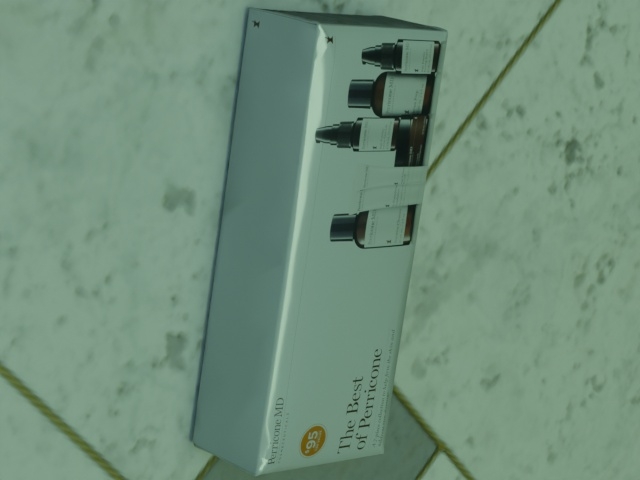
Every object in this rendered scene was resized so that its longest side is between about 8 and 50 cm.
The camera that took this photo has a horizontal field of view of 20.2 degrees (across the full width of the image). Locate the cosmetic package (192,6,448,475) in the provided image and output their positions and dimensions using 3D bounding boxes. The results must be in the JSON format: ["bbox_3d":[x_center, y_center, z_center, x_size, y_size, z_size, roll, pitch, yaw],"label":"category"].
[{"bbox_3d":[0.000,0.000,0.958,0.099,0.060,0.239,-3,106,-41],"label":"cosmetic package"}]
